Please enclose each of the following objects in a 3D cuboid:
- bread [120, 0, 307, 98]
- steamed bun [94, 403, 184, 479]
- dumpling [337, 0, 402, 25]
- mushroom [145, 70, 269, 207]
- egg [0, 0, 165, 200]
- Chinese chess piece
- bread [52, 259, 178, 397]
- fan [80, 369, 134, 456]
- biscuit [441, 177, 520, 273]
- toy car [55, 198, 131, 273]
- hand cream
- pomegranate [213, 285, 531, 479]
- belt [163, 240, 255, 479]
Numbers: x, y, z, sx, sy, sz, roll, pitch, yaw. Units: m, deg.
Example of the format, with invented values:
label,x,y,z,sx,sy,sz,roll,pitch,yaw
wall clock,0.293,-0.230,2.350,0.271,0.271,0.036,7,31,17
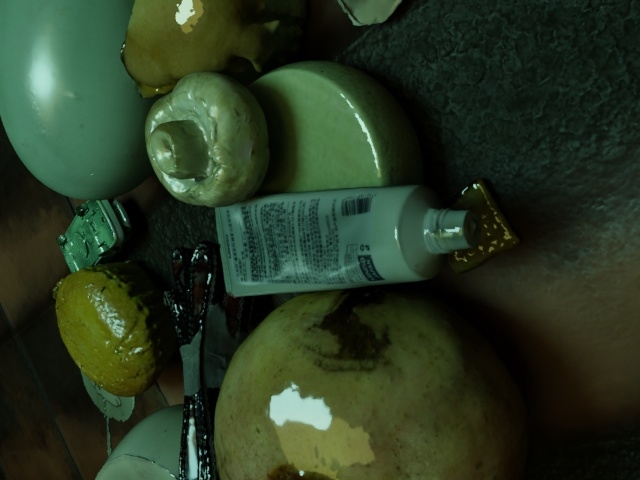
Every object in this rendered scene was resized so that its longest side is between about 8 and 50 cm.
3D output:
label,x,y,z,sx,sy,sz,roll,pitch,yaw
bread,-0.095,-0.240,0.582,0.133,0.174,0.252,39,116,12
steamed bun,-0.178,0.404,0.813,0.324,0.206,0.325,6,103,29
dumpling,0.038,-0.315,0.501,0.136,0.118,0.199,-22,119,24
mushroom,-0.118,-0.101,0.549,0.148,0.112,0.148,21,122,38
egg,-0.295,-0.235,0.689,0.229,0.230,0.371,19,108,30
Chinese chess piece,-0.004,-0.075,0.606,0.250,0.101,0.251,12,111,33
bread,-0.342,0.148,0.898,0.239,0.139,0.240,12,111,33
fan,-0.460,0.360,1.132,0.190,0.009,0.329,20,114,30
biscuit,0.157,-0.014,0.561,0.083,0.018,0.081,-36,82,38
toy car,-0.394,-0.002,0.931,0.224,0.076,0.090,-32,86,46
hand cream,0.000,0.000,0.529,0.340,0.077,0.125,-4,97,45
pomegranate,0.045,0.192,0.547,0.322,0.322,0.322,12,111,33
belt,-0.137,0.170,0.699,0.126,0.094,0.360,-31,58,37
